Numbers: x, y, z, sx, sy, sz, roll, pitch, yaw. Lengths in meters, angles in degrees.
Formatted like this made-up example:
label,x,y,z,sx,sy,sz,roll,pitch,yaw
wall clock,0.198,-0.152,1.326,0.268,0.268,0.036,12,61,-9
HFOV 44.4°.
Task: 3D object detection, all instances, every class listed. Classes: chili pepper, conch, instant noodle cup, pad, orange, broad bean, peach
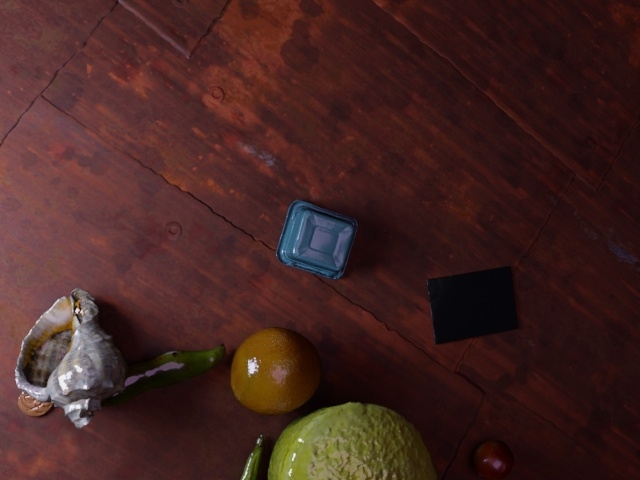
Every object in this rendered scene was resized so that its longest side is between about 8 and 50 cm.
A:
label,x,y,z,sx,sy,sz,roll,pitch,yaw
chili pepper,-0.173,0.542,1.779,0.049,0.043,0.208,32,73,10
conch,-0.491,0.254,1.608,0.210,0.291,0.159,-23,136,18
instant noodle cup,0.000,0.000,1.835,0.179,0.070,0.157,18,85,-19
pad,0.389,0.165,1.997,0.246,0.006,0.170,-8,90,-20
orange,-0.097,0.288,1.733,0.206,0.206,0.206,0,89,-19
broad bean,-0.363,0.290,1.704,0.339,0.061,0.077,-18,102,-18
peach,0.432,0.547,1.959,0.101,0.101,0.100,0,89,-19

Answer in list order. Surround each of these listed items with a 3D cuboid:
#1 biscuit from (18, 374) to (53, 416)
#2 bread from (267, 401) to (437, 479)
label,x,y,z,sx,sy,sz,roll,pitch,yaw
biscuit,-0.593,0.323,1.648,0.078,0.015,0.091,37,77,-15
bread,0.056,0.527,1.711,0.348,0.308,0.348,4,77,-16
